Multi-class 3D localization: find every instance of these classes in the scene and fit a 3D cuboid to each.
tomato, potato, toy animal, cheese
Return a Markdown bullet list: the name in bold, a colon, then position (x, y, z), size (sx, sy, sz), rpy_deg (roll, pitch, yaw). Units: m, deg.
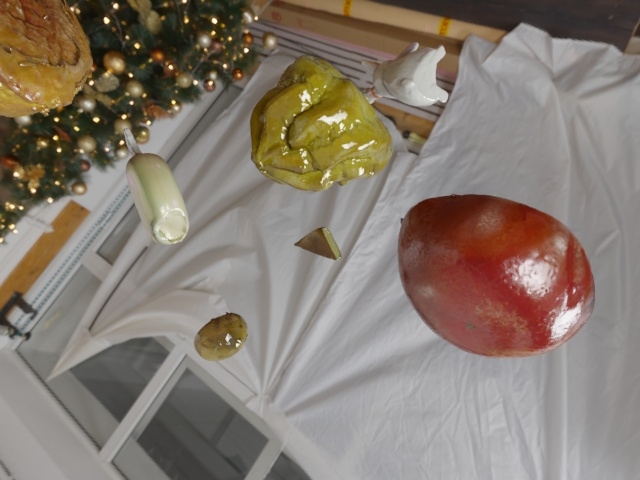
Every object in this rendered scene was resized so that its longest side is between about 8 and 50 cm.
- **tomato**: position (0.257, 0.086, 0.684), size (0.338, 0.144, 0.338), rpy_deg (26, 149, 17)
- **potato**: position (-0.313, 0.308, 1.329), size (0.137, 0.176, 0.137), rpy_deg (42, 166, 14)
- **toy animal**: position (0.207, -0.420, 1.074), size (0.282, 0.138, 0.140), rpy_deg (-129, 19, -62)
- **cheese**: position (-0.286, -0.100, 0.693), size (0.227, 0.064, 0.137), rpy_deg (56, 149, 23)

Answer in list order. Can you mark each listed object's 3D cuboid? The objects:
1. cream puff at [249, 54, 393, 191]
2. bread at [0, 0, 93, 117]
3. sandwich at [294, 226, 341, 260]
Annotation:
- **cream puff**: position (-0.018, -0.215, 0.907), size (0.291, 0.257, 0.324), rpy_deg (47, -179, -20)
- **bread**: position (-0.662, -0.431, 0.841), size (0.358, 0.204, 0.337), rpy_deg (55, -160, -43)
- **sandwich**: position (0.000, 0.000, 0.658), size (0.083, 0.044, 0.031), rpy_deg (21, -168, 25)
